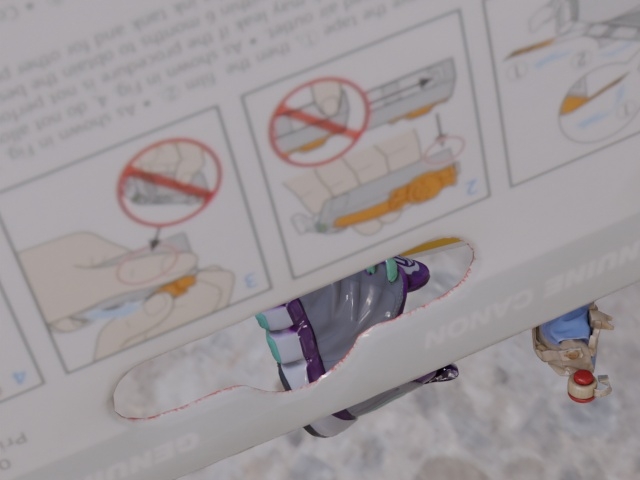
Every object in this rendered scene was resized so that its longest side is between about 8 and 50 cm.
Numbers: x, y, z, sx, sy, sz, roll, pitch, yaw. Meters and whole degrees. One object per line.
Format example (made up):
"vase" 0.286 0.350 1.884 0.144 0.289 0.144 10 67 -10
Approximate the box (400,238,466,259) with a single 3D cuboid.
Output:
"box" 0.056 -0.089 1.130 0.114 0.103 0.203 -14 36 -11

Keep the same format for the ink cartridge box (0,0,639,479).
"ink cartridge box" -0.048 -0.101 0.466 0.308 0.385 0.091 -22 44 -8

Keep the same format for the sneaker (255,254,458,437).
"sneaker" 0.000 0.000 0.971 0.098 0.224 0.083 -21 32 4

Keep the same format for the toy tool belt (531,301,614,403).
"toy tool belt" 0.165 0.061 1.176 0.052 0.051 0.083 -4 36 -3
